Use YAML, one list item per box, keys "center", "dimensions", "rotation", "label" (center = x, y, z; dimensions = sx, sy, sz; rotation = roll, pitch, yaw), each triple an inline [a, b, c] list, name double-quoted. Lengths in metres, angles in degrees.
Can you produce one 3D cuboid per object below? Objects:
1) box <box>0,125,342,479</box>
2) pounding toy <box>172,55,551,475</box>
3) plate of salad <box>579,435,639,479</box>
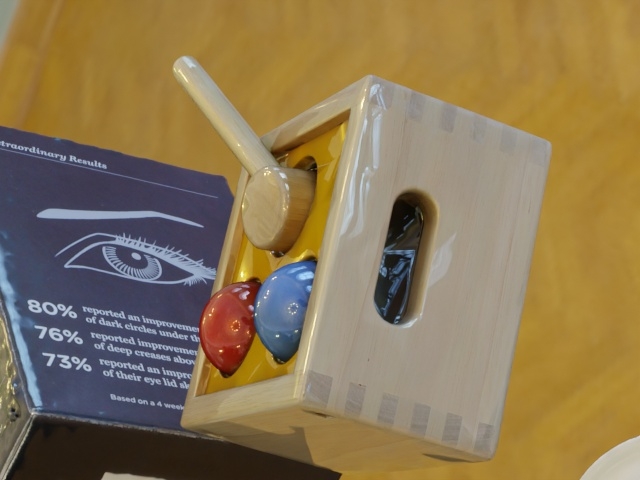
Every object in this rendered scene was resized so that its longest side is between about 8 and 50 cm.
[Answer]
- center: [-0.101, 0.055, 0.814]
  dimensions: [0.108, 0.153, 0.207]
  rotation: [-60, 34, 28]
  label: "box"
- center: [0.000, 0.000, 0.625]
  dimensions: [0.130, 0.100, 0.141]
  rotation: [-22, 53, 64]
  label: "pounding toy"
- center: [0.229, 0.197, 1.020]
  dimensions: [0.199, 0.048, 0.200]
  rotation: [14, 116, 32]
  label: "plate of salad"
